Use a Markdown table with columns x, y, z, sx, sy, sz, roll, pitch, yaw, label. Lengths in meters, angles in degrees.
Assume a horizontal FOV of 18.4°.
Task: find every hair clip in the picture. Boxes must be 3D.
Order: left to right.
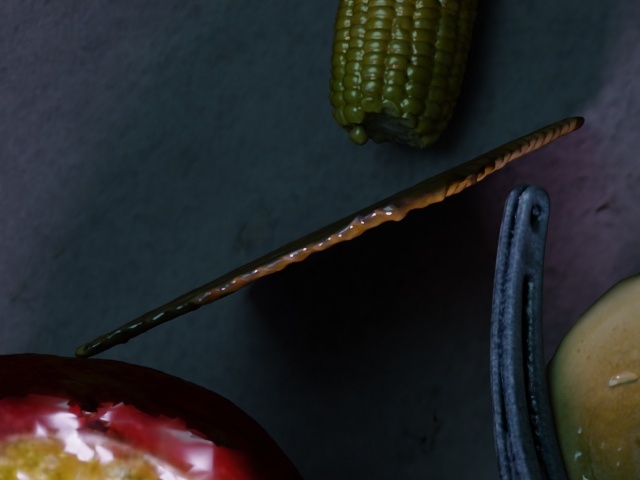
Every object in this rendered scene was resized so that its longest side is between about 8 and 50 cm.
| x | y | z | sx | sy | sz | roll | pitch | yaw | label |
| --- | --- | --- | --- | --- | --- | --- | --- | --- | --- |
| 0.092 | 0.079 | 0.831 | 0.070 | 0.039 | 0.229 | -32 | 53 | 36 | hair clip |

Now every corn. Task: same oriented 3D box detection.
| x | y | z | sx | sy | sz | roll | pitch | yaw | label |
| --- | --- | --- | --- | --- | --- | --- | --- | --- | --- |
| 0.053 | -0.160 | 1.067 | 0.080 | 0.080 | 0.238 | -5 | 69 | 36 | corn |

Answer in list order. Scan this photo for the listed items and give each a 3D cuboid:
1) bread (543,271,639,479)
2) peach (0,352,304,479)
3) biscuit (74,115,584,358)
| x | y | z | sx | sy | sz | roll | pitch | yaw | label |
| --- | --- | --- | --- | --- | --- | --- | --- | --- | --- |
| 0.180 | 0.100 | 0.835 | 0.213 | 0.105 | 0.213 | -17 | 66 | 44 | bread |
| -0.150 | 0.251 | 0.879 | 0.310 | 0.335 | 0.406 | 176 | 101 | -71 | peach |
| 0.000 | 0.000 | 0.955 | 0.232 | 0.237 | 0.013 | -25 | 90 | 26 | biscuit |
